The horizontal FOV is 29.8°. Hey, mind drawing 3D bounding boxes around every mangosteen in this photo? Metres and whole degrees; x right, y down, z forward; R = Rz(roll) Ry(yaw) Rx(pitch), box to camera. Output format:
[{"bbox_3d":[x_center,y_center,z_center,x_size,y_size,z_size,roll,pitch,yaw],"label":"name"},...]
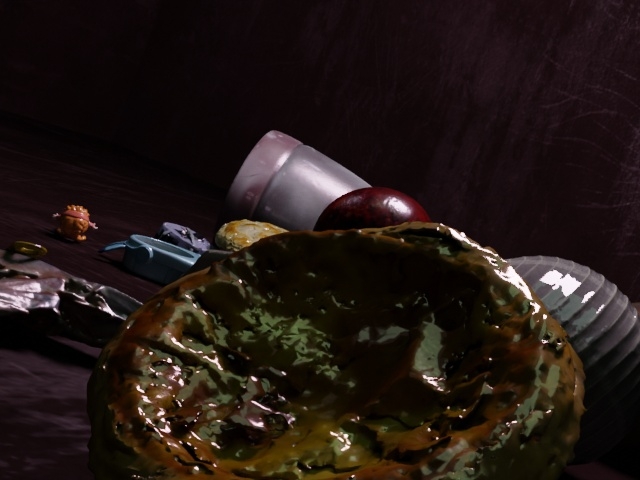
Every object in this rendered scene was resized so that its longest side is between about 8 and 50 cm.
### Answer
[{"bbox_3d":[0.068,0.019,1.677,0.199,0.200,0.200,21,4,-2],"label":"mangosteen"}]

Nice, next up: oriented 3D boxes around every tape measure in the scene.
[{"bbox_3d":[-0.203,0.012,1.783,0.094,0.054,0.091,34,13,32],"label":"tape measure"}]

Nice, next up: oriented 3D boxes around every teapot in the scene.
[{"bbox_3d":[0.000,0.000,2.075,0.312,0.233,0.315,28,-23,8],"label":"teapot"}]

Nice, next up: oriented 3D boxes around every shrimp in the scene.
[{"bbox_3d":[-0.273,0.047,0.999,0.316,0.062,0.164,16,9,-3],"label":"shrimp"}]

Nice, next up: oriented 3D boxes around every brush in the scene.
[{"bbox_3d":[-0.291,0.018,1.118,0.083,0.011,0.205,19,-15,-24],"label":"brush"}]

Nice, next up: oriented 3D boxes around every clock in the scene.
[{"bbox_3d":[-0.220,0.025,1.598,0.147,0.045,0.108,19,4,-7],"label":"clock"}]

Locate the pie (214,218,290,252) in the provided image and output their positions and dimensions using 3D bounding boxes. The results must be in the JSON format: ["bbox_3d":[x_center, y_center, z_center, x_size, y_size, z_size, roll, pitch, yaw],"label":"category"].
[{"bbox_3d":[-0.046,0.047,1.790,0.248,0.090,0.201,26,17,-13],"label":"pie"}]

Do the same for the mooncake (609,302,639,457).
[{"bbox_3d":[0.443,0.183,1.604,0.290,0.161,0.290,-4,9,1],"label":"mooncake"}]

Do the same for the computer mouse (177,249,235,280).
[{"bbox_3d":[0.005,0.097,1.165,0.228,0.146,0.429,9,-2,-32],"label":"computer mouse"}]

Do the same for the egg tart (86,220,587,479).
[{"bbox_3d":[0.009,0.100,0.692,0.290,0.115,0.290,-8,34,5],"label":"egg tart"}]

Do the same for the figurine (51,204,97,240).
[{"bbox_3d":[-0.339,-0.024,1.657,0.064,0.047,0.109,12,-3,-12],"label":"figurine"}]

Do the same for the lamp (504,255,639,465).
[{"bbox_3d":[0.229,0.121,1.272,0.233,0.233,0.265,22,18,16],"label":"lamp"}]
